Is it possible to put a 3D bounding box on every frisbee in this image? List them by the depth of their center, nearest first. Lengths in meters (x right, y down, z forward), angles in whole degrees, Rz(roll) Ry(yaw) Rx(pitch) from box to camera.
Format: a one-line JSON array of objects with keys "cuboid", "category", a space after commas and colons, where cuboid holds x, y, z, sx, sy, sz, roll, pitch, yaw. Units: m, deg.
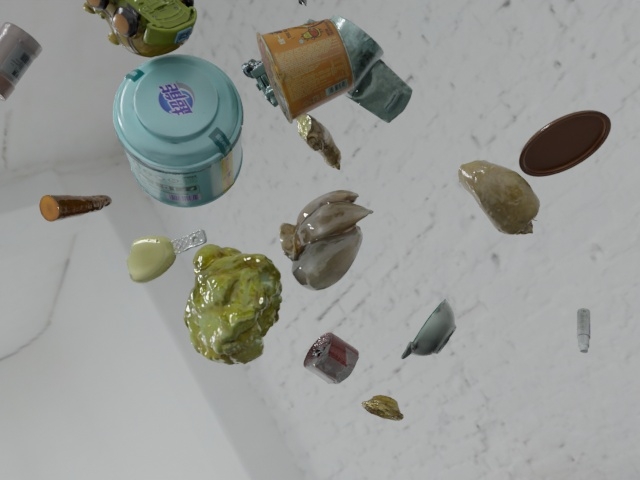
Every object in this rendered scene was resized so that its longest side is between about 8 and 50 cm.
[{"cuboid": [0.636, -0.252, 1.816, 0.250, 0.021, 0.251, -12, -31, -7], "category": "frisbee"}]

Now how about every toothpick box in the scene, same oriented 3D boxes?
[{"cuboid": [-0.711, -0.402, 1.568, 0.149, 0.098, 0.098, -61, -10, -14], "category": "toothpick box"}]

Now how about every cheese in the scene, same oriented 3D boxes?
[{"cuboid": [-0.423, 0.026, 1.918, 0.255, 0.127, 0.050, -22, -14, 17], "category": "cheese"}]

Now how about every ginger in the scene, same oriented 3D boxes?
[{"cuboid": [0.484, -0.120, 1.853, 0.138, 0.267, 0.152, -42, -3, 3], "category": "ginger"}, {"cuboid": [0.000, -0.303, 2.079, 0.074, 0.137, 0.213, -27, -32, 22], "category": "ginger"}]

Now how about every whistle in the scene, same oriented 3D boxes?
[{"cuboid": [0.104, -0.516, 2.103, 0.168, 0.188, 0.404, -54, -41, 4], "category": "whistle"}]

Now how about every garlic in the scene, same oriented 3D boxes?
[{"cuboid": [0.001, 0.000, 1.912, 0.132, 0.279, 0.325, 13, -20, -30], "category": "garlic"}]

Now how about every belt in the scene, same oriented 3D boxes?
[{"cuboid": [0.038, 0.360, 2.091, 0.128, 0.124, 0.201, -59, 9, -19], "category": "belt"}]

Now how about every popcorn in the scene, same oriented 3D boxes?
[{"cuboid": [-0.268, 0.188, 2.008, 0.293, 0.292, 0.334, 44, -119, -80], "category": "popcorn"}]

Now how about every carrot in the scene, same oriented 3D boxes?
[{"cuboid": [-0.561, -0.084, 1.634, 0.061, 0.061, 0.209, -40, -9, 23], "category": "carrot"}]

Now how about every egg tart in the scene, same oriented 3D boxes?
[{"cuboid": [0.180, 0.477, 1.996, 0.129, 0.128, 0.049, 108, -179, -66], "category": "egg tart"}]

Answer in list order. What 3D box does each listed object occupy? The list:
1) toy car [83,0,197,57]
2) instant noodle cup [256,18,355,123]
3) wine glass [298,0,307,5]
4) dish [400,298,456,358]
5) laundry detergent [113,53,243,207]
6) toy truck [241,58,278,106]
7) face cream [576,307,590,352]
[{"cuboid": [-0.387, -0.477, 1.464, 0.200, 0.248, 0.142, -38, -11, -43], "category": "toy car"}, {"cuboid": [-0.031, -0.391, 1.565, 0.172, 0.216, 0.216, -22, -17, -4], "category": "instant noodle cup"}, {"cuboid": [-0.010, -0.703, 1.676, 0.232, 0.156, 0.156, -45, -18, 9], "category": "wine glass"}, {"cuboid": [0.341, 0.285, 2.079, 0.246, 0.078, 0.224, -38, -24, -42], "category": "dish"}, {"cuboid": [-0.322, -0.256, 1.615, 0.287, 0.287, 0.305, -29, -11, -14], "category": "laundry detergent"}, {"cuboid": [-0.113, -0.457, 1.895, 0.108, 0.140, 0.257, -27, 14, 25], "category": "toy truck"}, {"cuboid": [0.672, 0.232, 1.776, 0.034, 0.034, 0.130, -50, 15, 45], "category": "face cream"}]
